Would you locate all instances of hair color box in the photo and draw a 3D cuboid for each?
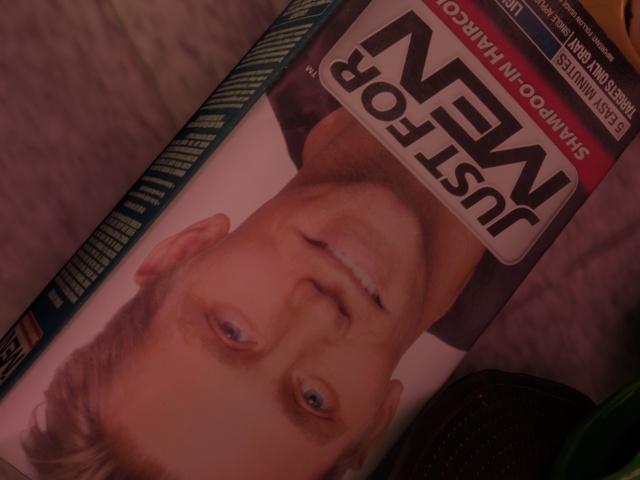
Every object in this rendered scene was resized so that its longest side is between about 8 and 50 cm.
[{"bbox_3d":[0.000,0.000,0.530,0.174,0.105,0.347,42,82,-20],"label":"hair color box"}]

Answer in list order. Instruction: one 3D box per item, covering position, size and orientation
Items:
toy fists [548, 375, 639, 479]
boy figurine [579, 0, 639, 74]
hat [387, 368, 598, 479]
[{"bbox_3d":[0.229,0.122,0.594,0.142,0.096,0.279,54,44,-5],"label":"toy fists"},{"bbox_3d":[0.258,-0.132,0.623,0.285,0.092,0.177,8,96,-25],"label":"boy figurine"},{"bbox_3d":[0.084,0.240,0.555,0.331,0.134,0.331,22,59,-43],"label":"hat"}]
